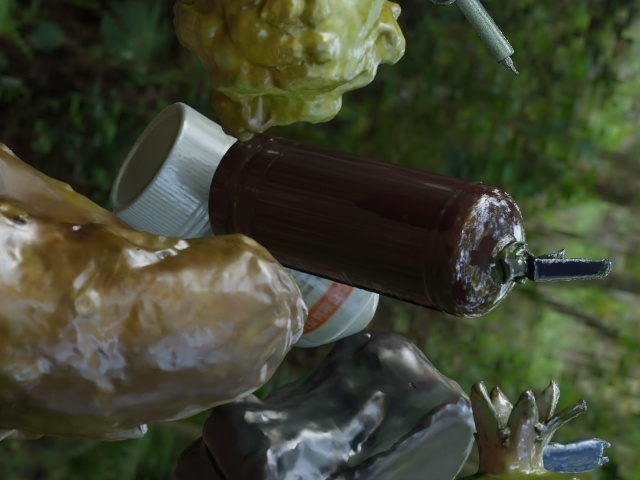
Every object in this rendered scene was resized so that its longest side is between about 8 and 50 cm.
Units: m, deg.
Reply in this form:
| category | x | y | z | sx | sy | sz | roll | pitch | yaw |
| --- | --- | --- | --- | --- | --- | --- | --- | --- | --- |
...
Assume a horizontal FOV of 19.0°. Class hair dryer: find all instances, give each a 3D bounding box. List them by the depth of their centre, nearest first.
| category | x | y | z | sx | sy | sz | roll | pitch | yaw |
| --- | --- | --- | --- | --- | --- | --- | --- | --- | --- |
| hair dryer | 0.140 | -0.197 | 1.665 | 0.038 | 0.124 | 0.063 | -30 | -168 | 38 |

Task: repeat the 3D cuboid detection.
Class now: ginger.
| category | x | y | z | sx | sy | sz | roll | pitch | yaw |
| --- | --- | --- | --- | --- | --- | --- | --- | --- | --- |
| ginger | -0.176 | 0.027 | 1.098 | 0.165 | 0.321 | 0.172 | -89 | -156 | -54 |

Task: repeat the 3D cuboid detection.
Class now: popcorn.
| category | x | y | z | sx | sy | sz | roll | pitch | yaw |
| --- | --- | --- | --- | --- | --- | --- | --- | --- | --- |
| popcorn | -0.020 | -0.166 | 1.482 | 0.197 | 0.197 | 0.156 | -41 | 107 | -80 |

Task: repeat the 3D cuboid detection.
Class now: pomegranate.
| category | x | y | z | sx | sy | sz | roll | pitch | yaw |
| --- | --- | --- | --- | --- | --- | --- | --- | --- | --- |
| pomegranate | 0.154 | 0.222 | 1.499 | 0.181 | 0.181 | 0.224 | 36 | 53 | -84 |

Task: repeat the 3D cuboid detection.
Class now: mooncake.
| category | x | y | z | sx | sy | sz | roll | pitch | yaw |
| --- | --- | --- | --- | --- | --- | --- | --- | --- | --- |
| mooncake | -0.007 | 0.291 | 2.411 | 0.381 | 0.212 | 0.351 | -16 | 140 | -36 |

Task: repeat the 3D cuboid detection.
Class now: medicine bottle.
| category | x | y | z | sx | sy | sz | roll | pitch | yaw |
| --- | --- | --- | --- | --- | --- | --- | --- | --- | --- |
| medicine bottle | -0.068 | -0.017 | 1.833 | 0.144 | 0.252 | 0.144 | -48 | -159 | 25 |

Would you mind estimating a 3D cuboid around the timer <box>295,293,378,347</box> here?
| category | x | y | z | sx | sy | sz | roll | pitch | yaw |
| --- | --- | --- | --- | --- | --- | --- | --- | --- | --- |
| timer | 0.000 | 0.000 | 2.191 | 0.233 | 0.240 | 0.233 | 52 | -28 | 43 |

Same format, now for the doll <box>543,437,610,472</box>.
| category | x | y | z | sx | sy | sz | roll | pitch | yaw |
| --- | --- | --- | --- | --- | --- | --- | --- | --- | --- |
| doll | 0.236 | 0.217 | 1.918 | 0.027 | 0.125 | 0.037 | -149 | -120 | -63 |

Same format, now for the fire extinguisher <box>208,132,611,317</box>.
| category | x | y | z | sx | sy | sz | roll | pitch | yaw |
| --- | --- | --- | --- | --- | --- | --- | --- | --- | --- |
| fire extinguisher | 0.071 | -0.009 | 1.629 | 0.135 | 0.337 | 0.114 | -11 | 111 | -50 |
